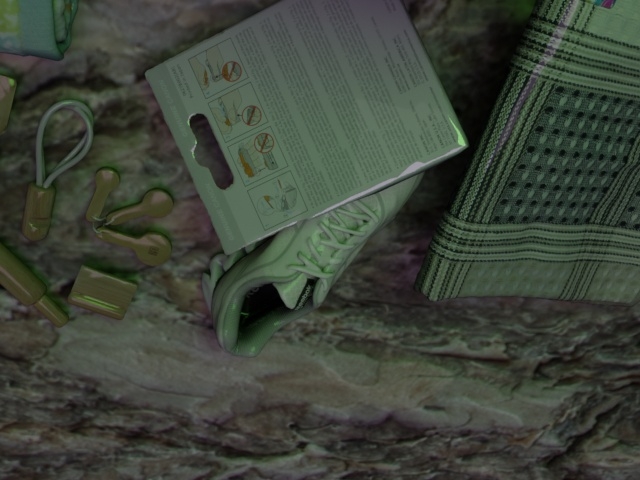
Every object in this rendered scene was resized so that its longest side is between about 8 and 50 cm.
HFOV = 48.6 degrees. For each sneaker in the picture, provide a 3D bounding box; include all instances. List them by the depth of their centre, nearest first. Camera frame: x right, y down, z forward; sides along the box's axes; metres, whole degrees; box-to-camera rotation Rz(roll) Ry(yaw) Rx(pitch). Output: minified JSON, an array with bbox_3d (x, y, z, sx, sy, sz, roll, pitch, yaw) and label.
[{"bbox_3d":[0.000,0.000,0.673,0.110,0.118,0.292,38,107,-19],"label":"sneaker"}]

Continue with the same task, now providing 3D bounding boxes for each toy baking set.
[{"bbox_3d":[-0.258,-0.030,0.686,0.197,0.030,0.256,-38,114,11],"label":"toy baking set"}]

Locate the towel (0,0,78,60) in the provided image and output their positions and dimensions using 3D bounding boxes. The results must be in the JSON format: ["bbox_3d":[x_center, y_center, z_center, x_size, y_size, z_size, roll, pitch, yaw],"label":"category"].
[{"bbox_3d":[-0.324,-0.335,0.487,0.321,0.090,0.374,11,118,-7],"label":"towel"}]

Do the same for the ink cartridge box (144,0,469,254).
[{"bbox_3d":[-0.012,-0.112,0.610,0.225,0.056,0.181,-25,89,12],"label":"ink cartridge box"}]

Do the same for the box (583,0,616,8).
[{"bbox_3d":[0.033,-0.287,0.431,0.279,0.290,0.177,13,116,-10],"label":"box"}]

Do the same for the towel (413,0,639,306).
[{"bbox_3d":[0.268,-0.065,0.641,0.324,0.056,0.312,4,119,-31],"label":"towel"}]
